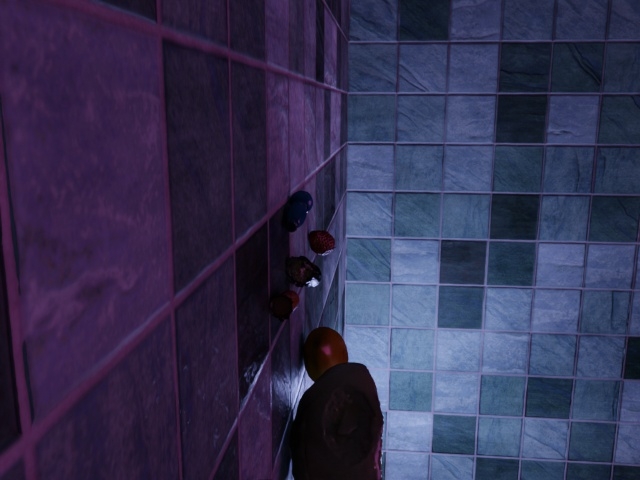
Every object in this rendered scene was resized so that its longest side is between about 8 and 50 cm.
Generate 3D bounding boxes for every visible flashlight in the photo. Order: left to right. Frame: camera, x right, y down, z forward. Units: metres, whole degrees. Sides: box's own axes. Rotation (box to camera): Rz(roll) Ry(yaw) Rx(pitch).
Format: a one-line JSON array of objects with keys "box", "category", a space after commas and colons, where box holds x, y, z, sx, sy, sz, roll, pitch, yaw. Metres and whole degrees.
[{"box": [-0.048, -0.060, 1.286, 0.129, 0.051, 0.051, -69, 160, -60], "category": "flashlight"}]

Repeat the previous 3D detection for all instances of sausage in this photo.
[{"box": [-0.063, 0.118, 1.182, 0.050, 0.048, 0.145, 53, 3, 3], "category": "sausage"}]

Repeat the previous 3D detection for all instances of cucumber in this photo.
[{"box": [-0.028, 0.075, 1.409, 0.245, 0.067, 0.067, 39, 52, -81], "category": "cucumber"}]

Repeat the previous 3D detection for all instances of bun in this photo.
[{"box": [0.031, 0.463, 1.427, 0.364, 0.202, 0.364, 179, -90, -89], "category": "bun"}]

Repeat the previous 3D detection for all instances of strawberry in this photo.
[{"box": [0.000, 0.000, 1.688, 0.083, 0.073, 0.073, 58, 31, -51], "category": "strawberry"}]

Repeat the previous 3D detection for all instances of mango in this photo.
[{"box": [0.011, 0.296, 1.631, 0.219, 0.112, 0.144, 69, 27, -65], "category": "mango"}]

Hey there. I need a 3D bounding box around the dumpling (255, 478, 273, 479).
[{"box": [-0.095, 0.395, 0.953, 0.077, 0.043, 0.059, -76, -171, -79], "category": "dumpling"}]
